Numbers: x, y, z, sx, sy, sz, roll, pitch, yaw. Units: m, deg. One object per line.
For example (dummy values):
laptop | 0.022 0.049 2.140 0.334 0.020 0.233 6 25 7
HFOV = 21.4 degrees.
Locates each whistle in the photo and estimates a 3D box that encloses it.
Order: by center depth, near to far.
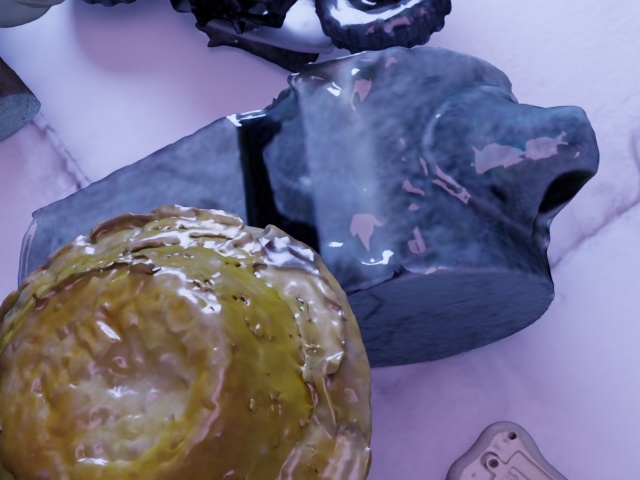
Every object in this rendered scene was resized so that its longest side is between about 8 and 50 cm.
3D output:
whistle | -0.016 -0.008 1.168 0.404 0.188 0.168 -8 68 -4

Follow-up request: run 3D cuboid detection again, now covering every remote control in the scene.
remote control | 0.148 0.184 1.173 0.122 0.032 0.074 42 72 16

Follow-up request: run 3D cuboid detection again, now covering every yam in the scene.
yam | -0.290 -0.145 1.286 0.068 0.068 0.169 -38 72 -15

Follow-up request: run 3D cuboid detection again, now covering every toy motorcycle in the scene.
toy motorcycle | -0.040 -0.238 1.299 0.327 0.143 0.188 14 64 22

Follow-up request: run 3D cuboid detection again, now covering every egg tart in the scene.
egg tart | -0.107 0.101 1.027 0.294 0.116 0.295 -8 65 17

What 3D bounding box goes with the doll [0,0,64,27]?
doll | -0.264 -0.234 1.274 0.155 0.113 0.275 20 31 -37
